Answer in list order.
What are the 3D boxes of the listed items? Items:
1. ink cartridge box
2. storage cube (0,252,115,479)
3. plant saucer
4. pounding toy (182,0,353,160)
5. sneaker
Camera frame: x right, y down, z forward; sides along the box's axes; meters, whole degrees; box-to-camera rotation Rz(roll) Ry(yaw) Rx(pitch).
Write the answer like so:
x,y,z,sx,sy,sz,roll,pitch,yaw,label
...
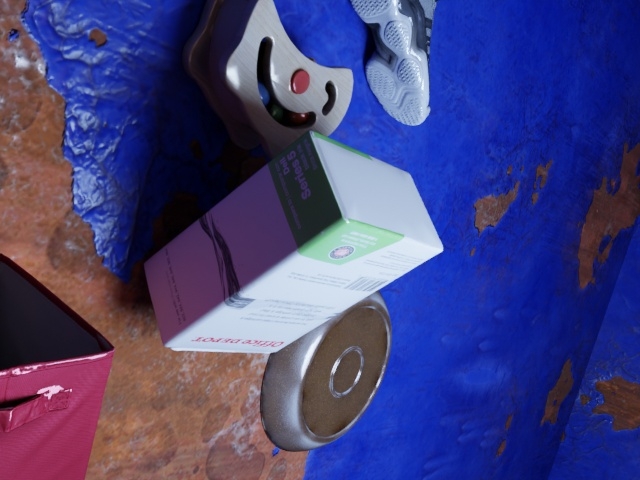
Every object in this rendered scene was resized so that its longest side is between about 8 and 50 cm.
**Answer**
x,y,z,sx,sy,sz,roll,pitch,yaw,label
-0.034,0.018,0.836,0.273,0.115,0.198,-34,153,28,ink cartridge box
-0.308,0.138,0.589,0.183,0.215,0.193,-5,117,-52,storage cube
0.028,0.205,1.195,0.310,0.050,0.311,-26,125,-44,plant saucer
-0.021,-0.168,0.856,0.154,0.154,0.269,-52,141,-16,pounding toy
0.134,-0.301,1.039,0.153,0.101,0.269,-45,135,-26,sneaker
